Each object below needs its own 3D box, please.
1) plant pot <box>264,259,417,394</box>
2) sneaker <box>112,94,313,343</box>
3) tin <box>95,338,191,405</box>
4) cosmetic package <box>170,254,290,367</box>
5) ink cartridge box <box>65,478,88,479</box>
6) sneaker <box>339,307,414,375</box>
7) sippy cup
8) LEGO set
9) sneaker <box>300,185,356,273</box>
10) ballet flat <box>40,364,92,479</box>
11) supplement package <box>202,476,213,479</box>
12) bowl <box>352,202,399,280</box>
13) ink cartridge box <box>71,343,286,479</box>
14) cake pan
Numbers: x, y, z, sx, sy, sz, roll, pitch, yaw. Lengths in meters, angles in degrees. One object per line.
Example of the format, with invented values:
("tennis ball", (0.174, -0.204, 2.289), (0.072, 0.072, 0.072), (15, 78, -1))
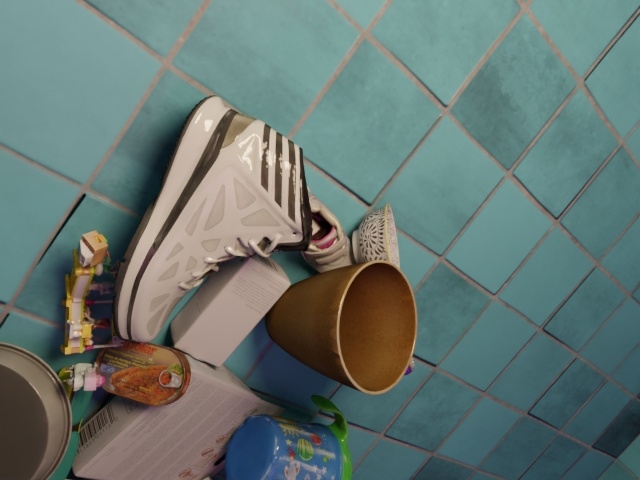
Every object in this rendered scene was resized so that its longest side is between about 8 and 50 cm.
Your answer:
("plant pot", (0.019, 0.156, 1.007), (0.237, 0.254, 0.237), (2, 87, -46))
("sneaker", (-0.162, 0.017, 0.863), (0.257, 0.169, 0.448), (26, 103, -3))
("tin", (-0.331, 0.242, 0.967), (0.040, 0.189, 0.106), (37, 66, -72))
("cosmetic package", (-0.179, 0.125, 1.019), (0.231, 0.085, 0.117), (-47, 124, 7))
("ink cartridge box", (-0.518, 0.612, 0.955), (0.131, 0.307, 0.226), (-19, 147, 23))
("sneaker", (0.094, 0.241, 1.198), (0.146, 0.102, 0.293), (-42, 117, 1))
("sippy cup", (-0.085, 0.503, 1.164), (0.224, 0.240, 0.306), (39, 52, -37))
("LEGO set", (-0.380, 0.109, 0.900), (0.107, 0.132, 0.287), (2, 109, -35))
("sneaker", (0.000, 0.000, 1.016), (0.103, 0.111, 0.252), (-40, 125, 0))
("ballet flat", (-0.488, 0.345, 0.964), (0.077, 0.077, 0.231), (36, 69, -70))
("supplement package", (-0.262, 0.739, 1.179), (0.199, 0.263, 0.198), (-31, 133, -7))
("bowl", (0.112, 0.013, 1.068), (0.080, 0.170, 0.170), (-8, 124, 14))
("ink cartridge box", (-0.291, 0.404, 1.137), (0.308, 0.091, 0.385), (-43, 142, 1))
("cake pan", (-0.581, 0.320, 0.871), (0.292, 0.054, 0.294), (0, 90, -9))
